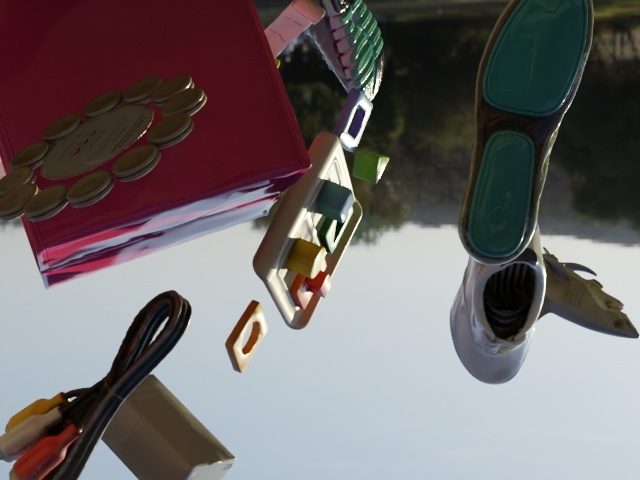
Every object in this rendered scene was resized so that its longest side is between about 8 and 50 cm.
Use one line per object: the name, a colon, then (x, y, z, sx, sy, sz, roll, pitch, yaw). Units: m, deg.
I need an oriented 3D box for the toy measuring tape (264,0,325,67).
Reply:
toy measuring tape: (-0.103, -0.200, 1.397, 0.121, 0.121, 0.330, -4, 169, -30)

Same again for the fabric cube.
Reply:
fabric cube: (-0.191, -0.124, 1.095, 0.258, 0.254, 0.259, -20, 175, -15)

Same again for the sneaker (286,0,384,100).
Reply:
sneaker: (0.014, -0.275, 1.435, 0.098, 0.224, 0.083, 13, -126, 30)

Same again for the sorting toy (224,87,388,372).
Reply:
sorting toy: (0.000, 0.000, 1.252, 0.047, 0.348, 0.196, 21, 163, 20)

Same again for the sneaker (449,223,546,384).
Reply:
sneaker: (0.183, 0.078, 1.161, 0.094, 0.258, 0.091, -1, -136, 6)

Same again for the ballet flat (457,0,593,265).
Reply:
ballet flat: (0.110, -0.069, 0.632, 0.057, 0.168, 0.052, 16, -170, 3)

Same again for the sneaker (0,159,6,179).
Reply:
sneaker: (-0.398, -0.109, 1.185, 0.212, 0.080, 0.094, 39, -159, -39)

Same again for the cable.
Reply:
cable: (-0.250, 0.171, 1.196, 0.072, 0.287, 0.139, 37, -167, -32)

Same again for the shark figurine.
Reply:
shark figurine: (0.299, 0.072, 1.478, 0.166, 0.116, 0.278, 31, -172, -8)

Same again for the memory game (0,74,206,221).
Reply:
memory game: (-0.171, -0.074, 0.859, 0.186, 0.012, 0.186, -20, -150, 13)

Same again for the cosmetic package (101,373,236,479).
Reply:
cosmetic package: (-0.272, 0.337, 1.880, 0.238, 0.107, 0.127, 43, -161, 28)
